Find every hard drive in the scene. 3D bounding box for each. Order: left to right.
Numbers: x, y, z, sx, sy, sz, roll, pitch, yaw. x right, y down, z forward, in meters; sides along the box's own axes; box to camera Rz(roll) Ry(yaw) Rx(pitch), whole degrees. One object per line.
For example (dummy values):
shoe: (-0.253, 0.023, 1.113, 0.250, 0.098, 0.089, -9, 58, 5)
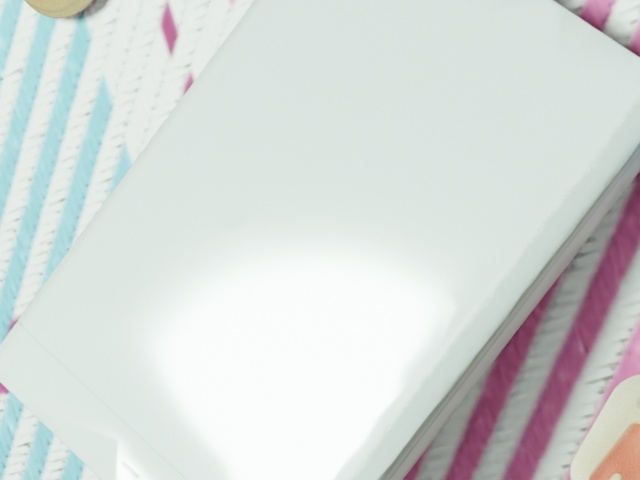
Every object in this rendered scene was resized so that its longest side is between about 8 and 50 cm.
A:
hard drive: (0.000, 0.000, 0.762, 0.203, 0.040, 0.307, 39, 95, 24)

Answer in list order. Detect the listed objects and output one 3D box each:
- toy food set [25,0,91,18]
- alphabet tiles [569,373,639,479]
toy food set: (-0.152, -0.171, 0.925, 0.082, 0.020, 0.083, 32, 116, 27)
alphabet tiles: (0.214, 0.145, 0.598, 0.284, 0.278, 0.021, 18, 149, 32)
